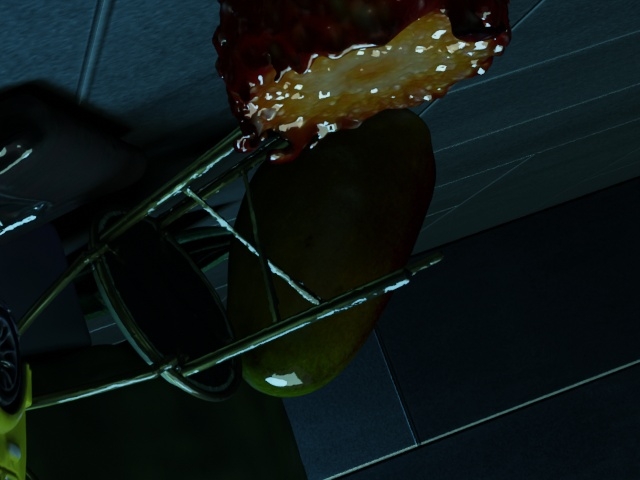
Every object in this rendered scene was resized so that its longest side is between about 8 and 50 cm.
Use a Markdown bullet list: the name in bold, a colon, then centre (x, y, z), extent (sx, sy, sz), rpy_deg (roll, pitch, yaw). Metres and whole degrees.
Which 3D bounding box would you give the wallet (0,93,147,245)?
- **wallet**: centre (-0.203, -0.023, 0.947), extent (0.182, 0.049, 0.229), rpy_deg (-24, 176, 7)

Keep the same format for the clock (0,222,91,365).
- **clock**: centre (-0.342, 0.086, 1.225), extent (0.339, 0.102, 0.338), rpy_deg (-20, 174, -2)

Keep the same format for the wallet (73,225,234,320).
- **wallet**: centre (-0.193, 0.037, 1.551), extent (0.160, 0.055, 0.236), rpy_deg (-20, -179, -39)

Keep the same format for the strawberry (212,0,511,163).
- **strawberry**: centre (0.015, -0.100, 0.755), extent (0.145, 0.086, 0.145), rpy_deg (-22, 174, -2)

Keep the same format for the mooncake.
- **mooncake**: centre (-0.187, 0.185, 1.225), extent (0.356, 0.194, 0.356), rpy_deg (-20, 170, -4)

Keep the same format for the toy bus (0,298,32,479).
- **toy bus**: centre (-0.253, 0.080, 0.804), extent (0.145, 0.151, 0.331), rpy_deg (-7, 161, 9)

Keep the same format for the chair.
- **chair**: centre (-0.101, 0.039, 1.042), extent (0.326, 0.159, 0.170), rpy_deg (-33, 176, 16)

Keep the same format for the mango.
- **mango**: centre (0.000, 0.000, 1.198), extent (0.111, 0.133, 0.267), rpy_deg (-11, -139, 43)
